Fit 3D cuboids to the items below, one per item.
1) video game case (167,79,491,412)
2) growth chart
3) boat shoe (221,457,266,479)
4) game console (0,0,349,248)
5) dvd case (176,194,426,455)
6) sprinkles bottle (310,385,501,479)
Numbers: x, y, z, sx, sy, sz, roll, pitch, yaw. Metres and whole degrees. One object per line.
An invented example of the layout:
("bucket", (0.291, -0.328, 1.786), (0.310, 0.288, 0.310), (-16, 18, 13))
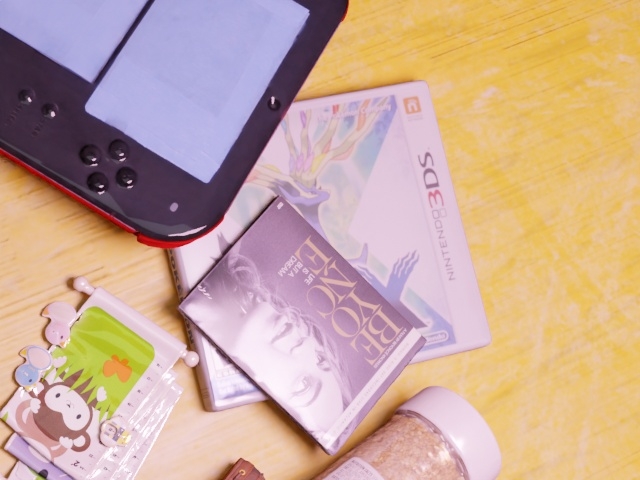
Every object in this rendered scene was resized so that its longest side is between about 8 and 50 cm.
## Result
("video game case", (0.000, 0.000, 1.883), (0.329, 0.036, 0.300), (-12, 85, -22))
("growth chart", (-0.229, 0.168, 1.766), (0.172, 0.021, 0.237), (27, 74, -7))
("boat shoe", (-0.124, 0.281, 1.773), (0.178, 0.064, 0.060), (-34, 87, -30))
("game console", (-0.183, -0.214, 1.813), (0.342, 0.060, 0.386), (33, 66, -8))
("dvd case", (-0.016, 0.086, 1.832), (0.221, 0.018, 0.164), (45, 68, -9))
("sprinkles bottle", (0.020, 0.287, 1.781), (0.355, 0.121, 0.121), (-35, 94, -27))
